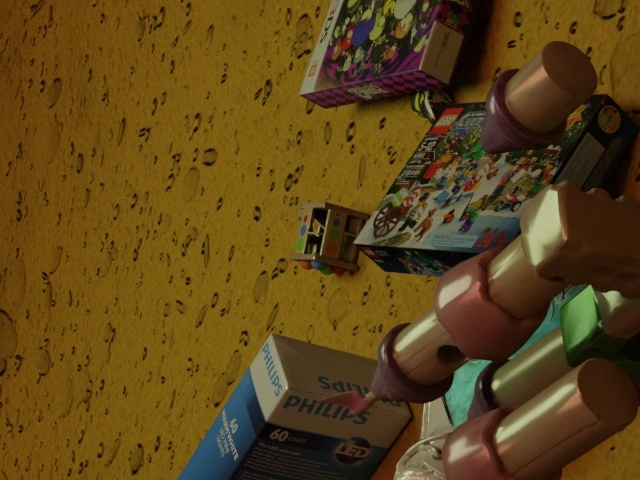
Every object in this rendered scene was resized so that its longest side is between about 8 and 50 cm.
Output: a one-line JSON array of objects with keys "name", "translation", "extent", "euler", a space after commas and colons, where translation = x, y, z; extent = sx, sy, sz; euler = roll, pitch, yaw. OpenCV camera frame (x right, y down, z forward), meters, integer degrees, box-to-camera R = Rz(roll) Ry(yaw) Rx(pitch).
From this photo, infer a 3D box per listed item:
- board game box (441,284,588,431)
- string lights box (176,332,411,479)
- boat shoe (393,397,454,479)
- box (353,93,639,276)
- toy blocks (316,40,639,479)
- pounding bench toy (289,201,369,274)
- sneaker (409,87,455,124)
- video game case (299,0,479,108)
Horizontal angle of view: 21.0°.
[{"name": "board game box", "translation": [0.168, 0.065, 1.347], "extent": [0.186, 0.026, 0.126], "euler": [-38, 42, 21]}, {"name": "string lights box", "translation": [-0.042, 0.216, 1.589], "extent": [0.259, 0.133, 0.077], "euler": [-57, 32, 27]}, {"name": "boat shoe", "translation": [0.105, 0.194, 1.376], "extent": [0.098, 0.096, 0.277], "euler": [-44, 39, 46]}, {"name": "box", "translation": [0.140, -0.044, 1.430], "extent": [0.159, 0.044, 0.233], "euler": [-57, 25, -16]}, {"name": "toy blocks", "translation": [0.182, 0.058, 1.121], "extent": [0.260, 0.288, 0.309], "euler": [-45, 41, 48]}, {"name": "pounding bench toy", "translation": [0.000, 0.000, 1.708], "extent": [0.083, 0.052, 0.065], "euler": [0, 77, 61]}, {"name": "sneaker", "translation": [0.104, -0.126, 1.616], "extent": [0.083, 0.031, 0.035], "euler": [-100, 31, -53]}, {"name": "video game case", "translation": [0.080, -0.238, 1.670], "extent": [0.232, 0.042, 0.210], "euler": [-2, 66, 61]}]
